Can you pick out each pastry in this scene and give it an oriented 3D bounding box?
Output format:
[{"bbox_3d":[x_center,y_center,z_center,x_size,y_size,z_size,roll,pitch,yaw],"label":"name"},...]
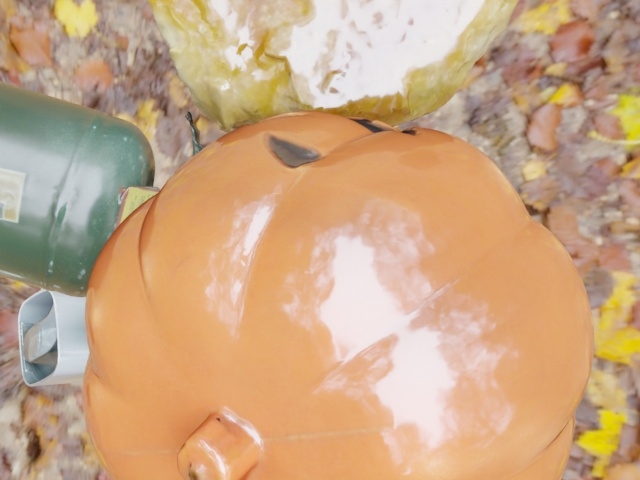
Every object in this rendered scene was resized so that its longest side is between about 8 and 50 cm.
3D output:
[{"bbox_3d":[-0.007,-0.154,0.621,0.229,0.100,0.218,29,85,11],"label":"pastry"}]

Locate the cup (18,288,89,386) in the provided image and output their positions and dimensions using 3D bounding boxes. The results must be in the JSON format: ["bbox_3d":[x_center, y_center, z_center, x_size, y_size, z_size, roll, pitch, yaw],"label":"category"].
[{"bbox_3d":[-0.256,0.090,1.352,0.129,0.095,0.128,4,69,-38],"label":"cup"}]

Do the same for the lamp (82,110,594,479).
[{"bbox_3d":[0.000,0.048,0.455,0.188,0.164,0.187,10,113,26],"label":"lamp"}]

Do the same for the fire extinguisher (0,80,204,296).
[{"bbox_3d":[-0.182,-0.044,0.625,0.311,0.095,0.114,18,101,-3],"label":"fire extinguisher"}]
